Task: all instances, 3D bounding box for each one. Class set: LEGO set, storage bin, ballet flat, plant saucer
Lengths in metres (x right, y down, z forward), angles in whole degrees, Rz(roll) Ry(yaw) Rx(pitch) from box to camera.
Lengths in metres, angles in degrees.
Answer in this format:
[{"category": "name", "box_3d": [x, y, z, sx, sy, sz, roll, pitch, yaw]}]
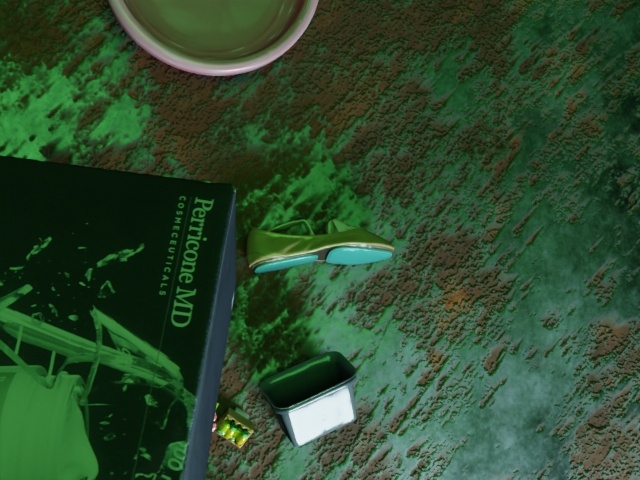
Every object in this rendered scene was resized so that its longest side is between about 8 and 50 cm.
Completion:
[{"category": "LEGO set", "box_3d": [-0.195, 0.183, 1.297, 0.132, 0.107, 0.287, -24, 92, -17]}, {"category": "storage bin", "box_3d": [-0.013, 0.238, 1.362, 0.135, 0.098, 0.091, -21, 119, -18]}, {"category": "ballet flat", "box_3d": [0.000, 0.000, 1.391, 0.232, 0.080, 0.073, -5, 71, -18]}, {"category": "plant saucer", "box_3d": [-0.166, -0.405, 1.373, 0.332, 0.084, 0.332, 1, 85, -16]}]

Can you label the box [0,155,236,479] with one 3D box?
[{"category": "box", "box_3d": [-0.359, 0.175, 1.031, 0.472, 0.297, 0.480, 8, 62, -2]}]
